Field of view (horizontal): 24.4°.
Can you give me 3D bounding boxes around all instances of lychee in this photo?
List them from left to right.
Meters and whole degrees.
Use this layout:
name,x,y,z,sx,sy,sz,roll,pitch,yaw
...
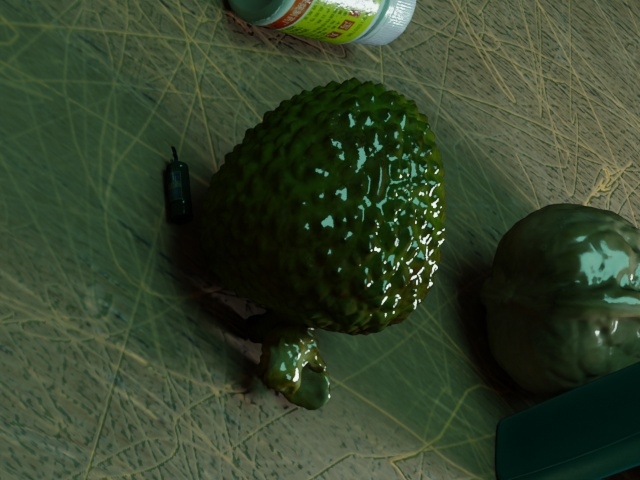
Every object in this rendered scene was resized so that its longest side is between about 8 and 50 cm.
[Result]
name,x,y,z,sx,sy,sz,roll,pitch,yaw
lychee,0.005,-0.011,1.551,0.270,0.320,0.270,46,6,-6

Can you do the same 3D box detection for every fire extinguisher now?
name,x,y,z,sx,sy,sz,roll,pitch,yaw
fire extinguisher,-0.152,-0.058,1.594,0.038,0.025,0.083,69,12,-65

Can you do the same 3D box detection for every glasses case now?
name,x,y,z,sx,sy,sz,roll,pitch,yaw
glasses case,0.336,0.212,1.739,0.070,0.301,0.117,39,43,-26

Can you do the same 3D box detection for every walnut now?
name,x,y,z,sx,sy,sz,roll,pitch,yaw
walnut,0.314,0.077,1.861,0.248,0.248,0.248,26,50,-35

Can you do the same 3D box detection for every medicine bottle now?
name,x,y,z,sx,sy,sz,roll,pitch,yaw
medicine bottle,0.001,-0.317,1.830,0.225,0.139,0.139,5,64,-46
